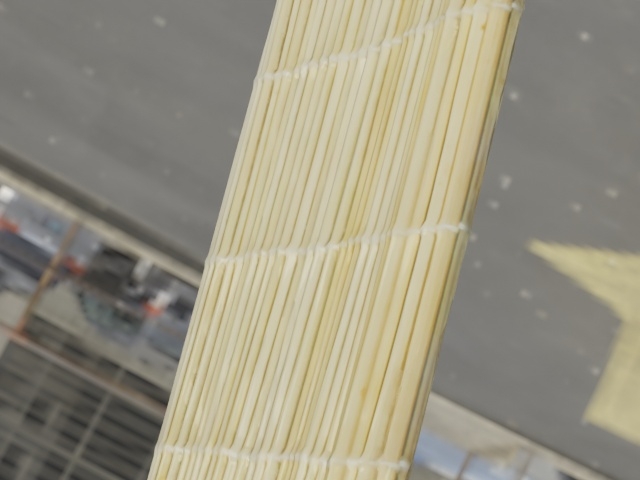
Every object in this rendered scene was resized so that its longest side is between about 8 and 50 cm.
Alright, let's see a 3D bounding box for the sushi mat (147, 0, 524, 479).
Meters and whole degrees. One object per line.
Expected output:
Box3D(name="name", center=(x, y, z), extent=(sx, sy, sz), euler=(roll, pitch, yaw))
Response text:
Box3D(name="sushi mat", center=(0.000, 0.000, 0.541), extent=(0.019, 0.316, 0.151), euler=(21, 164, -25))
